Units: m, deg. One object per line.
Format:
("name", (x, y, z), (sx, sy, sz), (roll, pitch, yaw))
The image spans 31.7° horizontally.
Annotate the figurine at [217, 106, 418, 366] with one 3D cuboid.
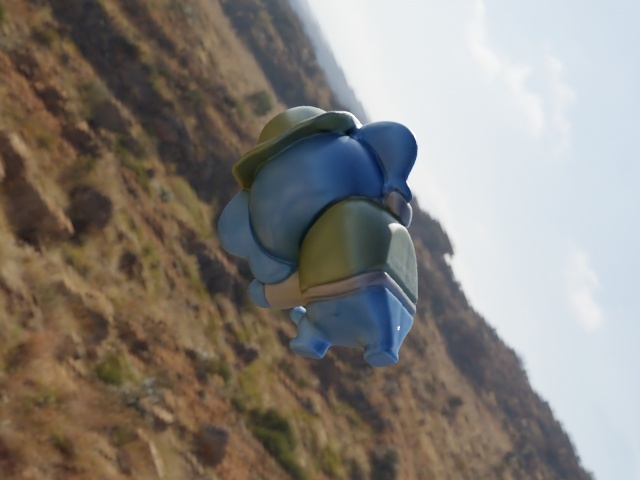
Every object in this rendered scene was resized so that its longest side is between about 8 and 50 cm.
("figurine", (0.000, -0.002, 1.009), (0.153, 0.180, 0.262), (19, 55, -33))
